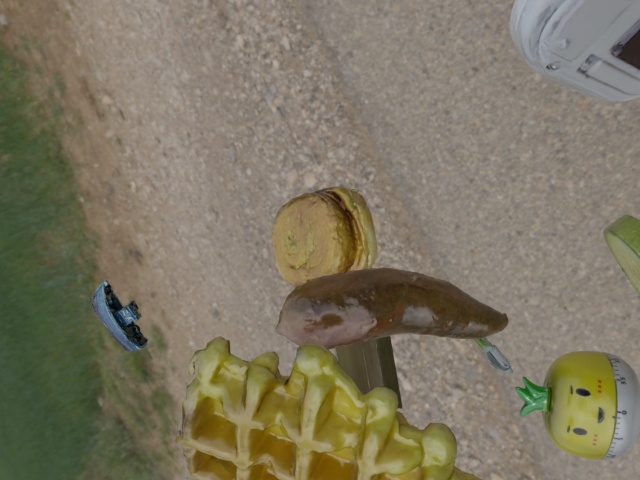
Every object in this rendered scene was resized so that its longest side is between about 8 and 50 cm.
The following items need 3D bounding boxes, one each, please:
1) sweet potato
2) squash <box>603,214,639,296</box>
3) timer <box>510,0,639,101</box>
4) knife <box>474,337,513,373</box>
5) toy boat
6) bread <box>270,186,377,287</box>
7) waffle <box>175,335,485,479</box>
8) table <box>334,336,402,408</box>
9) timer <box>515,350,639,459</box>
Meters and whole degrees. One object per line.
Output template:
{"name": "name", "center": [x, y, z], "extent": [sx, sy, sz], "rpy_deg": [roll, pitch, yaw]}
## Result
{"name": "sweet potato", "center": [0.090, 0.082, 0.813], "extent": [0.097, 0.292, 0.097], "rpy_deg": [178, 90, -83]}
{"name": "squash", "center": [0.584, 0.072, 1.153], "extent": [0.252, 0.049, 0.252], "rpy_deg": [55, -172, -12]}
{"name": "timer", "center": [0.342, -0.263, 0.681], "extent": [0.262, 0.237, 0.087], "rpy_deg": [-51, 41, 36]}
{"name": "knife", "center": [0.247, 0.154, 1.031], "extent": [0.026, 0.022, 0.184], "rpy_deg": [-24, 122, 35]}
{"name": "toy boat", "center": [-0.348, 0.132, 1.166], "extent": [0.137, 0.061, 0.060], "rpy_deg": [57, -171, -9]}
{"name": "bread", "center": [0.000, 0.003, 1.300], "extent": [0.236, 0.120, 0.198], "rpy_deg": [-19, 80, 41]}
{"name": "waffle", "center": [-0.006, 0.198, 0.488], "extent": [0.283, 0.065, 0.309], "rpy_deg": [-25, 111, 38]}
{"name": "table", "center": [0.097, 0.261, 1.398], "extent": [0.167, 0.167, 0.227], "rpy_deg": [-10, 90, 57]}
{"name": "timer", "center": [0.614, 0.396, 1.630], "extent": [0.285, 0.285, 0.285], "rpy_deg": [35, 140, 36]}
